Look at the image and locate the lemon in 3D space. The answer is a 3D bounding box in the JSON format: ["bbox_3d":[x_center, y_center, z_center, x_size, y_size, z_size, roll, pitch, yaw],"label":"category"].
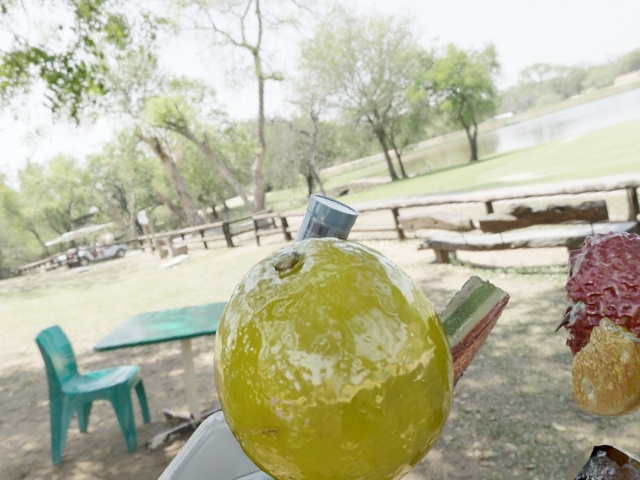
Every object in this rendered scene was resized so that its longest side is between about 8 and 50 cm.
[{"bbox_3d":[0.015,0.167,0.741,0.348,0.348,0.348,-16,8,2],"label":"lemon"}]

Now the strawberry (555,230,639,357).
[{"bbox_3d":[0.591,0.110,1.031,0.257,0.261,0.261,1,14,21],"label":"strawberry"}]

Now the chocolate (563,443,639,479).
[{"bbox_3d":[0.457,0.411,0.821,0.176,0.177,0.177,-16,8,2],"label":"chocolate"}]

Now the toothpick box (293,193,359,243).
[{"bbox_3d":[0.000,0.000,1.031,0.101,0.153,0.101,21,15,-6],"label":"toothpick box"}]

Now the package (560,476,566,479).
[{"bbox_3d":[0.694,0.679,1.466,0.200,0.083,0.022,-3,-26,-40],"label":"package"}]

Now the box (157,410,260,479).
[{"bbox_3d":[-0.195,0.532,1.059,0.288,0.141,0.349,26,60,22],"label":"box"}]

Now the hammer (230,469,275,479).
[{"bbox_3d":[-0.035,0.522,0.831,0.206,0.336,0.119,-13,-23,-8],"label":"hammer"}]

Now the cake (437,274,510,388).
[{"bbox_3d":[0.229,0.164,0.938,0.086,0.220,0.116,36,12,32],"label":"cake"}]

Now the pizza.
[{"bbox_3d":[0.490,0.216,0.895,0.056,0.271,0.134,-8,43,-8],"label":"pizza"}]
